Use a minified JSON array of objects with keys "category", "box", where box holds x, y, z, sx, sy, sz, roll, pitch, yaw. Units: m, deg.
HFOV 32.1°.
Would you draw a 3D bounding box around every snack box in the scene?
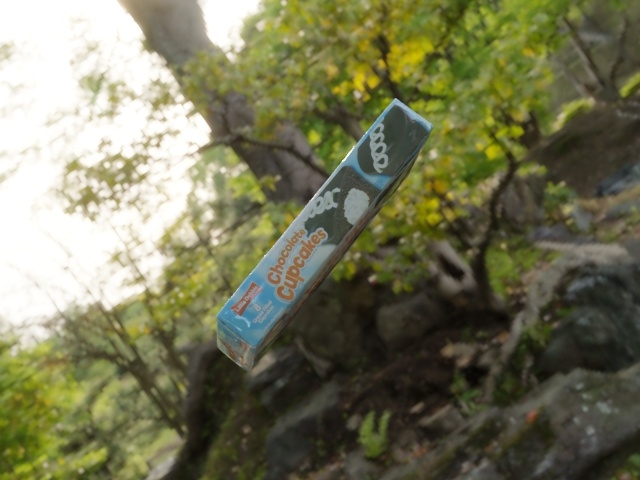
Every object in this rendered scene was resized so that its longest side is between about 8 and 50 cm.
[{"category":"snack box","box":[0.000,0.000,1.280,0.322,0.060,0.187,-51,-6,-14]}]
